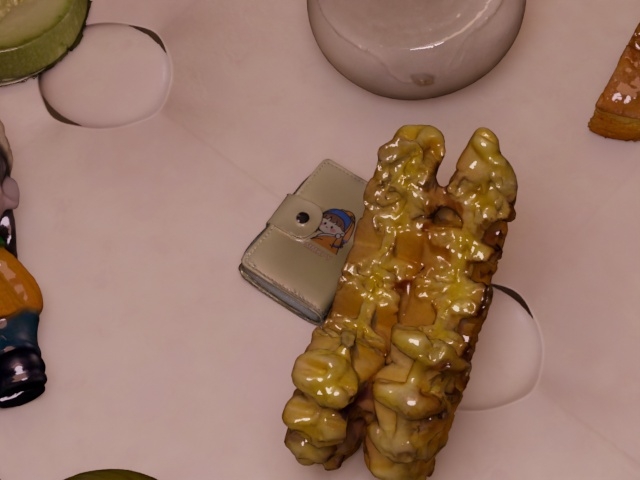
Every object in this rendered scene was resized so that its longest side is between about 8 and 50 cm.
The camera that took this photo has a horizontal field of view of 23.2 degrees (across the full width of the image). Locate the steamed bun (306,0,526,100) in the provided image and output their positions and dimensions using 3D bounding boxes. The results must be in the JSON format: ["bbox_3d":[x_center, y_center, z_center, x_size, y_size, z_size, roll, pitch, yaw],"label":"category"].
[{"bbox_3d":[0.105,-0.247,1.656,0.232,0.145,0.232,-5,65,11],"label":"steamed bun"}]

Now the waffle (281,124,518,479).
[{"bbox_3d":[0.074,0.066,1.396,0.151,0.261,0.324,19,58,8],"label":"waffle"}]

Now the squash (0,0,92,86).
[{"bbox_3d":[-0.354,-0.277,1.684,0.220,0.133,0.220,3,61,-6],"label":"squash"}]

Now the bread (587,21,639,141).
[{"bbox_3d":[0.345,-0.187,1.649,0.065,0.103,0.187,23,59,13],"label":"bread"}]

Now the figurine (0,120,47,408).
[{"bbox_3d":[-0.365,0.008,1.504,0.185,0.204,0.332,-17,89,-13],"label":"figurine"}]

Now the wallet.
[{"bbox_3d":[0.000,0.000,1.566,0.110,0.039,0.155,32,64,13],"label":"wallet"}]

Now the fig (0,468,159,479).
[{"bbox_3d":[-0.208,0.268,1.355,0.186,0.148,0.142,-8,67,39],"label":"fig"}]
